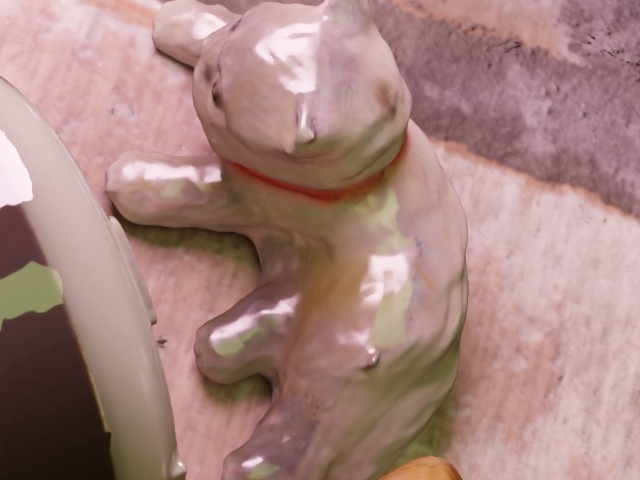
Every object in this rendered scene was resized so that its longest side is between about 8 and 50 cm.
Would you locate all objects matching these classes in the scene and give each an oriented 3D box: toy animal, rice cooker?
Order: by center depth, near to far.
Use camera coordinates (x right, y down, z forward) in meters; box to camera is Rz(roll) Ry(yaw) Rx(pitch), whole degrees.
[{"bbox_3d":[-0.270,0.091,0.823,0.325,0.335,0.335,-23,83,-26],"label":"rice cooker"},{"bbox_3d":[0.000,0.000,1.047,0.266,0.188,0.308,30,61,-21],"label":"toy animal"}]

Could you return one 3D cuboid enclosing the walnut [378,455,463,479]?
[{"bbox_3d":[0.017,0.320,0.862,0.383,0.383,0.383,7,72,-20],"label":"walnut"}]
